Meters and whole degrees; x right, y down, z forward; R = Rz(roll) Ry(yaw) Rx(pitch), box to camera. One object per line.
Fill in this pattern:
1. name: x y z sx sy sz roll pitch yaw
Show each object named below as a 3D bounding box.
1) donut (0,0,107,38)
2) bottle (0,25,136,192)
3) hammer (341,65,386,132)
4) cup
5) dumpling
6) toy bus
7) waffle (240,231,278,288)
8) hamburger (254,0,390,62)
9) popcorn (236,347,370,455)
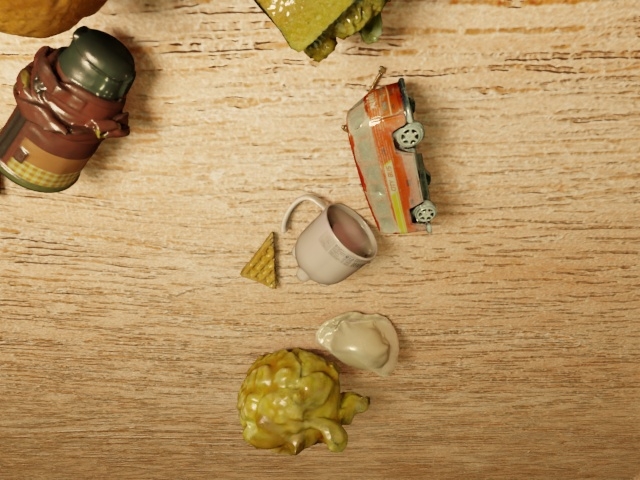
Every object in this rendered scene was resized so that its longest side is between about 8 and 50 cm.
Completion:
1. donut: -0.347 -0.357 0.398 0.150 0.299 0.317 -32 93 39
2. bottle: -0.380 -0.192 0.633 0.271 0.143 0.156 -36 123 26
3. hammer: 0.073 -0.231 0.689 0.029 0.014 0.123 12 130 -26
4. cup: 0.003 0.010 0.826 0.173 0.134 0.142 30 127 -27
5. dumpling: 0.106 0.252 1.065 0.228 0.124 0.151 24 90 -11
6. toy bus: 0.123 -0.130 0.707 0.119 0.121 0.265 -11 133 15
7. waffle: -0.106 0.047 0.930 0.097 0.023 0.153 24 127 -23
8. hamburger: -0.003 -0.353 0.472 0.192 0.168 0.288 -29 126 24
9. popcorn: -0.066 0.430 1.131 0.335 0.274 0.279 -29 98 13
